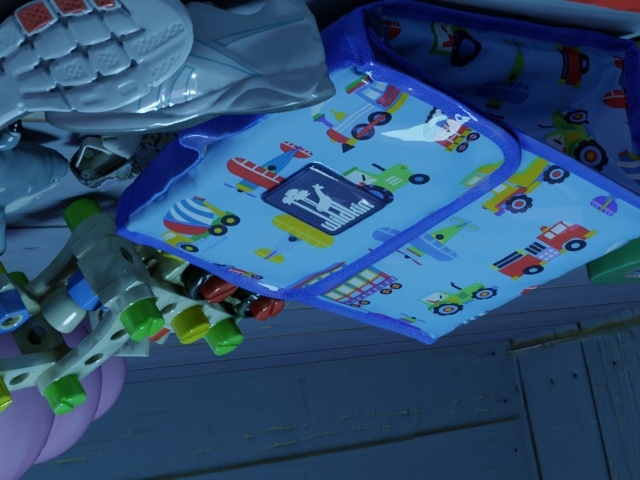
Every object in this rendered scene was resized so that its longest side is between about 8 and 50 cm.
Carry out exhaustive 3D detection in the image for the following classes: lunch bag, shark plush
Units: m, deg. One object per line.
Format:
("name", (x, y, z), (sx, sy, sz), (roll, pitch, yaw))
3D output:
("lunch bag", (0.034, -0.052, 0.891), (0.293, 0.138, 0.221), (12, 149, -41))
("shark plush", (-0.204, -0.060, 0.870), (0.067, 0.073, 0.161), (-30, 149, 0))

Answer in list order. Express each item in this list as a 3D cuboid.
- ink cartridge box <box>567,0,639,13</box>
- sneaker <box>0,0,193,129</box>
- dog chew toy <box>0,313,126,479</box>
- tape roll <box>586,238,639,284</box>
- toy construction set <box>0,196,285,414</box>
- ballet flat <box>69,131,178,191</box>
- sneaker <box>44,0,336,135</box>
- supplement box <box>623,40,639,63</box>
("ink cartridge box", (0.339, -0.146, 0.734), (0.385, 0.091, 0.308), (-20, 167, 42))
("sneaker", (-0.134, -0.090, 0.710), (0.158, 0.061, 0.065), (-16, -160, 12))
("dog chew toy", (-0.317, 0.144, 1.477), (0.206, 0.207, 0.332), (-15, 177, 28))
("tape roll", (0.466, -0.018, 1.715), (0.321, 0.077, 0.321), (-10, 170, -2))
("toy construction set", (-0.157, 0.055, 1.220), (0.215, 0.151, 0.327), (-37, 174, 9))
("ballet flat", (-0.126, -0.058, 0.921), (0.041, 0.041, 0.114), (-3, 168, -37))
("sneaker", (-0.069, -0.087, 0.741), (0.152, 0.061, 0.053), (-9, -177, 14))
("supplement box", (0.271, -0.090, 1.044), (0.080, 0.078, 0.233), (-16, 170, 29))
